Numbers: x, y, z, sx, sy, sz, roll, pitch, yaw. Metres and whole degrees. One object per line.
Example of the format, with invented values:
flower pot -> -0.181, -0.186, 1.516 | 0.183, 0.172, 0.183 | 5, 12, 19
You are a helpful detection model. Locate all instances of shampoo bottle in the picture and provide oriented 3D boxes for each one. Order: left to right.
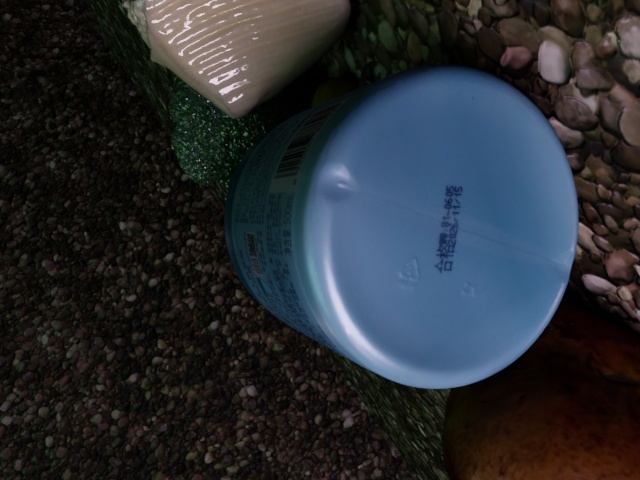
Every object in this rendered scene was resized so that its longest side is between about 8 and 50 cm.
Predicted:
shampoo bottle -> 0.074, -0.020, 0.684 | 0.331, 0.331, 0.342 | 61, 163, -13

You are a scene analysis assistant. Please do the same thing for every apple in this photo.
apple -> 0.030, -0.222, 0.902 | 0.089, 0.075, 0.090 | 32, 162, 12

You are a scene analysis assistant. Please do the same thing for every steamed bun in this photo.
steamed bun -> -0.125, -0.355, 0.786 | 0.274, 0.290, 0.272 | 60, 180, -42

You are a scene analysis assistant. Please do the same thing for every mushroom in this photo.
mushroom -> 0.291, 0.238, 0.618 | 0.345, 0.345, 0.260 | 45, 137, 37

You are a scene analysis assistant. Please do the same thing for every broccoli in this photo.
broccoli -> -0.141, -0.236, 1.026 | 0.275, 0.307, 0.308 | -104, -12, -70

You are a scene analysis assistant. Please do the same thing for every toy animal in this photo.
toy animal -> 0.069, -0.236, 0.838 | 0.028, 0.050, 0.084 | 25, 119, 4
